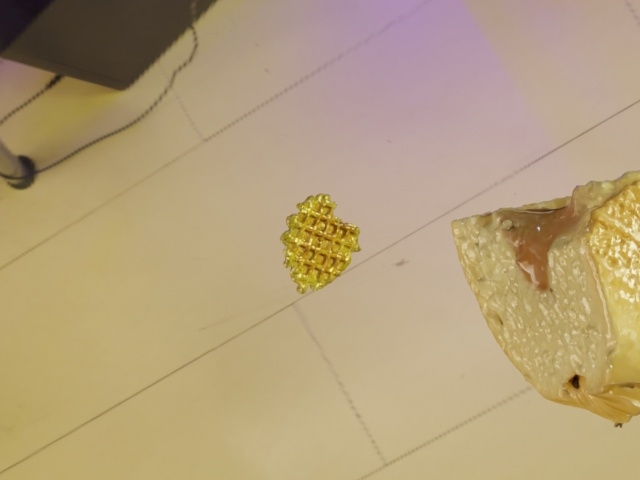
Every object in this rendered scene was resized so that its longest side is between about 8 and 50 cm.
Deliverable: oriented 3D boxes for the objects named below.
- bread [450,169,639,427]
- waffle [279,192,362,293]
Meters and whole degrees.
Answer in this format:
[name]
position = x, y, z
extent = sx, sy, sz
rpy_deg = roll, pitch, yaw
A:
[bread]
position = 0.265, 0.046, 0.914
extent = 0.224, 0.183, 0.211
rpy_deg = -11, 81, -20
[waffle]
position = -0.002, 0.000, 0.861
extent = 0.016, 0.085, 0.078
rpy_deg = 15, 54, 43
